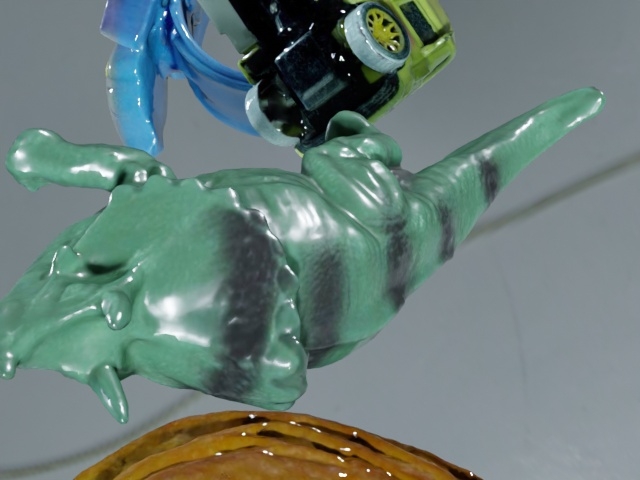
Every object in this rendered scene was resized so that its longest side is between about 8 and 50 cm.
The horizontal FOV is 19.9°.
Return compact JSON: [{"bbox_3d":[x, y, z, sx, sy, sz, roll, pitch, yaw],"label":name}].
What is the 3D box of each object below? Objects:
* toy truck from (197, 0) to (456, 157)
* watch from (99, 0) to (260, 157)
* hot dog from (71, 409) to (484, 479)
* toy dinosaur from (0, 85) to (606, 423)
[{"bbox_3d":[-0.013,-0.142,0.879,0.085,0.116,0.191,-37,86,38],"label":"toy truck"},{"bbox_3d":[-0.067,-0.208,1.811,0.275,0.241,0.305,14,76,9],"label":"watch"},{"bbox_3d":[0.003,0.186,0.798,0.272,0.122,0.196,25,111,12],"label":"hot dog"},{"bbox_3d":[-0.015,-0.006,0.634,0.120,0.292,0.079,21,119,26],"label":"toy dinosaur"}]
